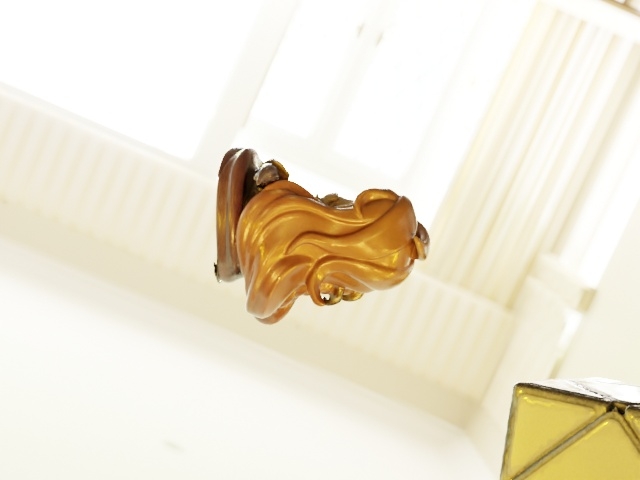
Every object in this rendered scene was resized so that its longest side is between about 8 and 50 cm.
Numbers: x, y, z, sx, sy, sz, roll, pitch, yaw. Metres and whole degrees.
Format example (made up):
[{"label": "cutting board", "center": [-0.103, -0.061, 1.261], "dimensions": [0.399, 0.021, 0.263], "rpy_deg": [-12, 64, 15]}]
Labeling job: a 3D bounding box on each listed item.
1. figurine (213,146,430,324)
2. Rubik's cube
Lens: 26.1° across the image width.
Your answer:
[{"label": "figurine", "center": [-0.007, 0.005, 0.951], "dimensions": [0.157, 0.126, 0.114], "rpy_deg": [19, -138, 16]}, {"label": "Rubik's cube", "center": [0.291, 0.242, 1.260], "dimensions": [0.205, 0.207, 0.205], "rpy_deg": [11, -178, 33]}]
